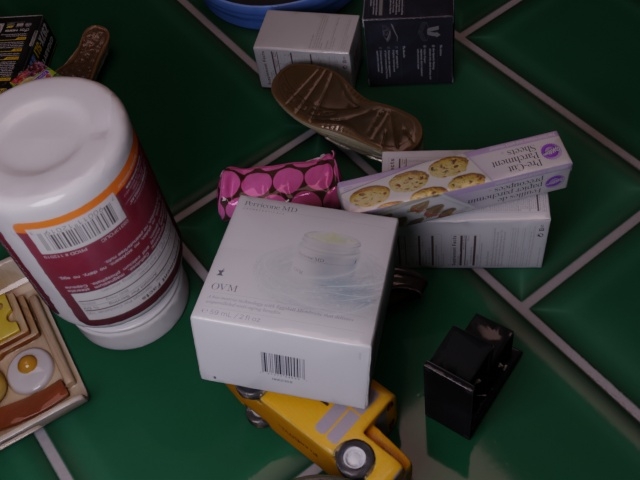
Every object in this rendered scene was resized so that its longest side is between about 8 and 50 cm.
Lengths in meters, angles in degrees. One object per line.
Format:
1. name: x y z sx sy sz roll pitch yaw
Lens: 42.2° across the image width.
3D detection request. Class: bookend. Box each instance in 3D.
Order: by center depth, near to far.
1. bookend: 0.208 0.159 1.111 0.072 0.156 0.157 27 62 24

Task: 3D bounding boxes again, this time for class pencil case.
1. pencil case: -0.068 -0.088 1.366 0.209 0.095 0.098 -7 90 1

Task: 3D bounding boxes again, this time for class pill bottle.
1. pill bottle: -0.321 -0.018 1.167 0.224 0.392 0.224 -3 55 5

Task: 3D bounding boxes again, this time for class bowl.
1. bowl: -0.080 -0.586 1.724 0.391 0.077 0.391 -4 55 6

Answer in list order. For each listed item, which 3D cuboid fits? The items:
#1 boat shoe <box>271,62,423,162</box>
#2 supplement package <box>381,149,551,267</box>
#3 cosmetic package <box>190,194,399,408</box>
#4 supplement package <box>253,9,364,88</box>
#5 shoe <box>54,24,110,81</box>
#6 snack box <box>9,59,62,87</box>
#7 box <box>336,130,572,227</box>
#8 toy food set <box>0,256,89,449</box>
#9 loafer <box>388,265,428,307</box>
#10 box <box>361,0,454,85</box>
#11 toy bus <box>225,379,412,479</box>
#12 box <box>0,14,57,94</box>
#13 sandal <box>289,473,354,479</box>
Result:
1. boat shoe: 0.045 -0.208 1.431 0.302 0.098 0.109 28 77 23
2. supplement package: 0.216 -0.047 1.267 0.244 0.134 0.139 0 56 8
3. cosmetic package: -0.025 0.073 1.093 0.224 0.138 0.224 9 46 8
4. supplement package: -0.020 -0.348 1.530 0.179 0.105 0.105 7 58 13
5. shoe: -0.468 -0.321 1.613 0.076 0.058 0.219 24 64 0
6. snack box: -0.417 -0.194 1.437 0.207 0.174 0.070 35 70 27
7. box: 0.186 -0.078 1.171 0.324 0.063 0.067 -13 58 0
8. toy food set: -0.502 0.178 1.240 0.220 0.092 0.306 -29 57 -12
9. loafer: 0.054 0.097 1.234 0.220 0.080 0.078 -11 64 6
10. box: 0.160 -0.365 1.485 0.158 0.156 0.093 0 54 8
11. toy bus: -0.012 0.220 1.131 0.333 0.108 0.130 32 63 27
12. box: -0.712 -0.326 1.634 0.322 0.079 0.257 -2 57 7
13. sandal: -0.062 0.369 1.031 0.303 0.086 0.120 -23 82 13
